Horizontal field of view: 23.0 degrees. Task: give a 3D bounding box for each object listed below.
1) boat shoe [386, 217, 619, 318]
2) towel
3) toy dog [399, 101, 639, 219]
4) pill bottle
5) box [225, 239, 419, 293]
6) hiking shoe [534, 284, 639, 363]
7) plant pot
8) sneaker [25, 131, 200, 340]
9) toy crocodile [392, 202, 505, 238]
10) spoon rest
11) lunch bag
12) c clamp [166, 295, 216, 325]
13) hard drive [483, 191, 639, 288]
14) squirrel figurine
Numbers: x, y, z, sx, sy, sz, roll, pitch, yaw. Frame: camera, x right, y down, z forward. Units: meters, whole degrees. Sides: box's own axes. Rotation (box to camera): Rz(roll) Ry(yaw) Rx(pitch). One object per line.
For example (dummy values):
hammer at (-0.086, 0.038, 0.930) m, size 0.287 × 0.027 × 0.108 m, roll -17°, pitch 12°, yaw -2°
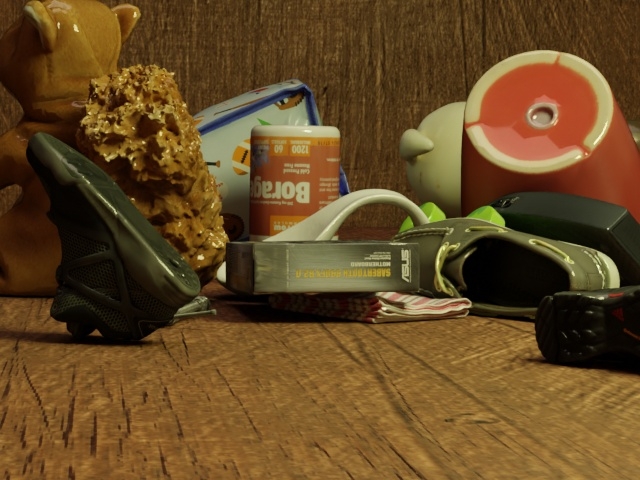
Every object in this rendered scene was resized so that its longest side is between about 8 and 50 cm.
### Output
boat shoe at (0.186, 0.031, 1.801) m, size 0.305 × 0.109 × 0.091 m, roll 8°, pitch 2°, yaw 37°
towel at (0.055, 0.068, 1.789) m, size 0.144 × 0.029 × 0.197 m, roll 0°, pitch 3°, yaw -39°
toy dog at (0.360, -0.101, 2.417) m, size 0.408 × 0.285 × 0.395 m, roll 16°, pitch -13°, yaw 43°
pill bottle at (-0.035, -0.045, 2.101) m, size 0.121 × 0.216 × 0.121 m, roll 1°, pitch 3°, yaw 0°
box at (-0.003, 0.028, 1.770) m, size 0.183 × 0.056 × 0.231 m, roll -1°, pitch 1°, yaw -11°
hiking shoe at (0.303, 0.068, 1.365) m, size 0.227 × 0.086 × 0.114 m, roll 3°, pitch 7°, yaw 41°
plant pot at (0.306, -0.108, 2.121) m, size 0.275 × 0.275 × 0.243 m, roll 2°, pitch -29°, yaw 15°
sneaker at (-0.228, 0.006, 1.489) m, size 0.130 × 0.227 × 0.087 m, roll -44°, pitch -13°, yaw 11°
toy crocodile at (0.179, 0.027, 2.012) m, size 0.115 × 0.105 × 0.340 m, roll 45°, pitch -16°, yaw -21°
spoon rest at (0.000, 0.000, 1.958) m, size 0.276 × 0.084 × 0.137 m, roll -18°, pitch 16°, yaw -10°
lunch bag at (-0.163, -0.077, 2.397) m, size 0.385 × 0.239 × 0.328 m, roll -22°, pitch 5°, yaw -1°
c clamp at (-0.162, 0.077, 1.673) m, size 0.137 × 0.022 × 0.160 m, roll -3°, pitch 4°, yaw 8°
hard drive at (0.323, 0.008, 1.942) m, size 0.172 × 0.054 × 0.254 m, roll 45°, pitch -17°, yaw -26°
squirrel figurine at (-0.267, -0.119, 1.948) m, size 0.397 × 0.371 × 0.281 m, roll 4°, pitch 4°, yaw 42°
